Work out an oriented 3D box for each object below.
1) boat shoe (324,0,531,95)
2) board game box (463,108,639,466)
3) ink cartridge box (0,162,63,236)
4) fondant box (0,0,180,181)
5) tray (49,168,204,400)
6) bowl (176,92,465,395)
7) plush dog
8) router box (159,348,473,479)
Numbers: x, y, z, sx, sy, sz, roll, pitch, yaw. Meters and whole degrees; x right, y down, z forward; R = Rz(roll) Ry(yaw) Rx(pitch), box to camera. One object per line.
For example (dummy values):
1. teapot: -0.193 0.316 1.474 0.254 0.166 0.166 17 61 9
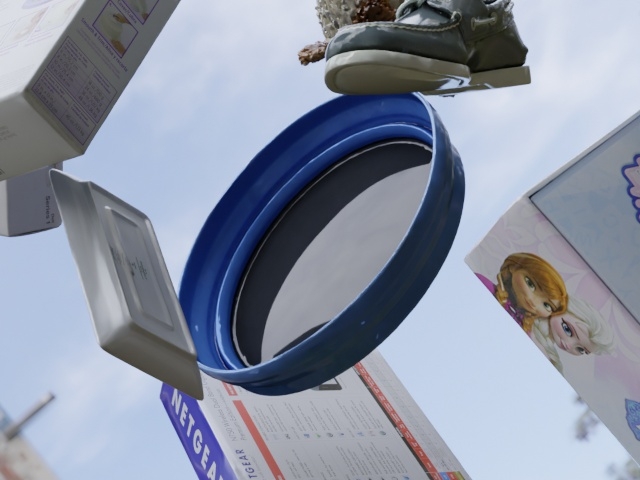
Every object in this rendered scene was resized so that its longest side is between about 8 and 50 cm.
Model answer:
1. boat shoe: 0.092 -0.178 1.356 0.319 0.116 0.099 -8 -87 -60
2. board game box: 0.277 0.036 0.677 0.318 0.319 0.066 -34 -11 -30
3. ink cartridge box: -0.420 -0.098 1.885 0.092 0.219 0.160 -16 -70 -53
4. fondant box: -0.276 -0.210 1.635 0.096 0.238 0.330 48 -130 -29
5. tray: -0.190 0.034 1.573 0.030 0.270 0.145 -42 -47 17
6. bowl: 0.000 0.000 1.757 0.391 0.391 0.077 -48 -59 3
7. plush dog: 0.056 -0.294 1.873 0.210 0.263 0.225 -17 -18 4
8. router box: -0.011 0.250 1.957 0.301 0.335 0.082 2 -63 -23
